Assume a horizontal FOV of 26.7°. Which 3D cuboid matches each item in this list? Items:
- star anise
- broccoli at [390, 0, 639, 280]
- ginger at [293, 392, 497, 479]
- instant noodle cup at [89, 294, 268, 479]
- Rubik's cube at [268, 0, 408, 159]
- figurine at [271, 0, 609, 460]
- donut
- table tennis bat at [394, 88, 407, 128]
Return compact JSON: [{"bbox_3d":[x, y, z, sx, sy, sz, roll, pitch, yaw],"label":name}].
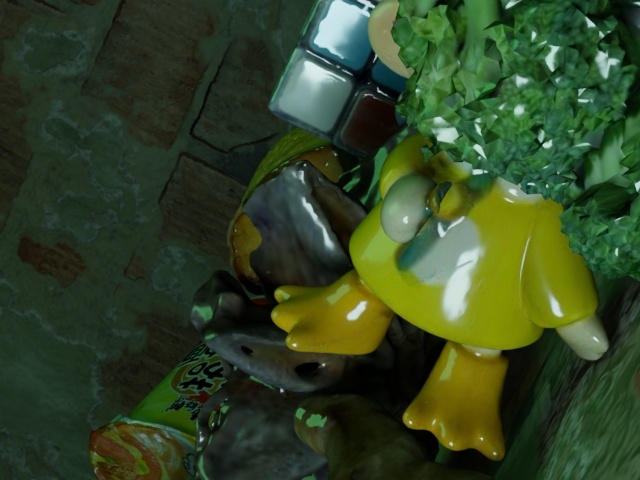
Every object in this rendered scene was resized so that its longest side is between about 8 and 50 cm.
[{"bbox_3d":[0.014,0.073,0.927,0.332,0.118,0.331,-27,-57,-51],"label":"star anise"},{"bbox_3d":[0.105,-0.127,0.355,0.270,0.270,0.270,-37,28,23],"label":"broccoli"},{"bbox_3d":[0.024,0.206,0.685,0.166,0.080,0.333,-13,36,31],"label":"ginger"},{"bbox_3d":[-0.047,0.189,1.237,0.200,0.264,0.264,-52,-6,-36],"label":"instant noodle cup"},{"bbox_3d":[0.128,-0.197,1.220,0.253,0.256,0.259,-63,2,22],"label":"Rubik's cube"},{"bbox_3d":[0.098,-0.070,0.710,0.343,0.215,0.187,-65,-3,21],"label":"figurine"},{"bbox_3d":[0.000,0.000,1.320,0.112,0.151,0.295,-80,-28,-46],"label":"donut"},{"bbox_3d":[0.123,-0.065,0.926,0.100,0.155,0.019,125,169,-66],"label":"table tennis bat"}]
